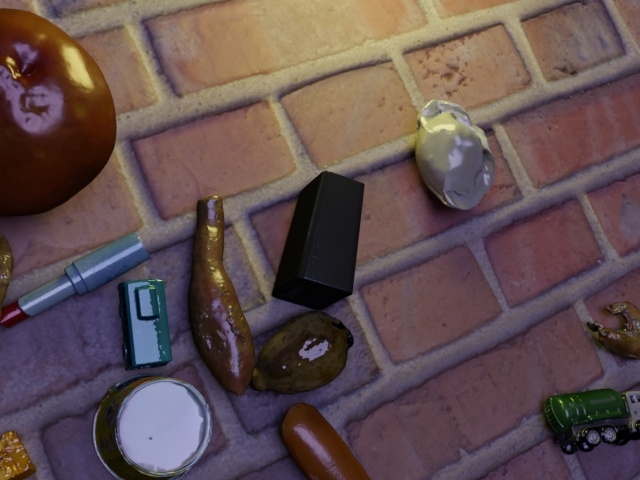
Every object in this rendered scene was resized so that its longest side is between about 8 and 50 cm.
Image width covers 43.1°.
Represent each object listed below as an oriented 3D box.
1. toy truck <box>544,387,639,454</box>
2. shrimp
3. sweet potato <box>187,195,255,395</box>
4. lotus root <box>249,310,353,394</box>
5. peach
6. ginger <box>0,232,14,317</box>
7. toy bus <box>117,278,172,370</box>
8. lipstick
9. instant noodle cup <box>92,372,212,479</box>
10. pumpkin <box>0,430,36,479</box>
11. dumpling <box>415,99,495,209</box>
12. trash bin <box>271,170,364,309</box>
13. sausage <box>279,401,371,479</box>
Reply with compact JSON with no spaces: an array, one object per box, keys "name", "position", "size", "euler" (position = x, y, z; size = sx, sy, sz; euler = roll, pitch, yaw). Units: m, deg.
[{"name":"toy truck","position":[0.599,0.381,1.734],"size":[0.243,0.101,0.125],"euler":[-2,66,-19]},{"name":"shrimp","position":[0.686,0.203,1.846],"size":[0.188,0.052,0.132],"euler":[16,59,-25]},{"name":"sweet potato","position":[-0.197,0.099,1.492],"size":[0.109,0.109,0.385],"euler":[-7,73,-23]},{"name":"lotus root","position":[-0.039,0.219,1.511],"size":[0.214,0.138,0.138],"euler":[-32,90,-14]},{"name":"peach","position":[-0.507,-0.214,1.332],"size":[0.343,0.302,0.342],"euler":[5,76,-20]},{"name":"ginger","position":[-0.572,0.088,1.355],"size":[0.081,0.115,0.205],"euler":[26,45,-32]},{"name":"toy bus","position":[-0.311,0.144,1.435],"size":[0.079,0.092,0.160],"euler":[-3,78,-24]},{"name":"lipstick","position":[-0.435,0.073,1.418],"size":[0.274,0.068,0.061],"euler":[-30,76,-18]},{"name":"instant noodle cup","position":[-0.278,0.321,1.371],"size":[0.205,0.153,0.205],"euler":[5,76,-20]},{"name":"pumpkin","position":[-0.513,0.362,1.321],"size":[0.074,0.054,0.083],"euler":[-23,65,-28]},{"name":"dumpling","position":[0.286,-0.185,1.734],"size":[0.162,0.132,0.250],"euler":[-12,82,-20]},{"name":"trash bin","position":[0.000,0.000,1.558],"size":[0.115,0.165,0.225],"euler":[16,69,-17]},{"name":"sausage","position":[0.009,0.406,1.496],"size":[0.098,0.098,0.238],"euler":[-38,94,-25]}]
